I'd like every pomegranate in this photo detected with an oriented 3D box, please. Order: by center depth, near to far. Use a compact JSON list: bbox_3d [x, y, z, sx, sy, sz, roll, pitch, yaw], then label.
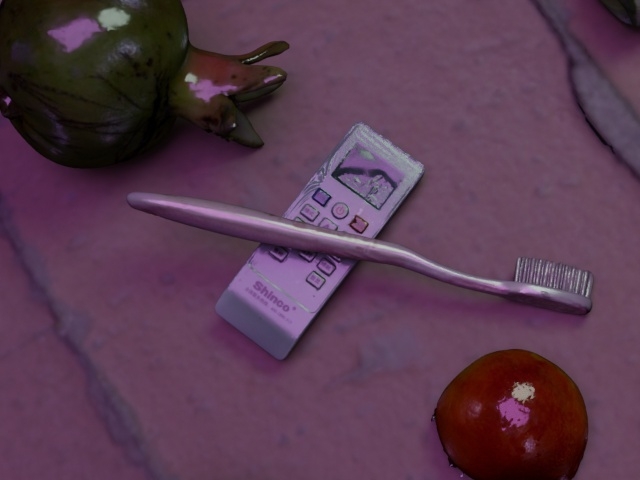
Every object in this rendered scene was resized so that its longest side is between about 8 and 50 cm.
[{"bbox_3d":[-0.122,-0.109,0.810,0.191,0.152,0.131,17,74,-7],"label":"pomegranate"}]

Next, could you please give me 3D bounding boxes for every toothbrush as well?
[{"bbox_3d":[0.026,0.001,0.786,0.307,0.025,0.029,12,73,1],"label":"toothbrush"}]

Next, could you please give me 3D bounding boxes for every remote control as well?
[{"bbox_3d":[0.000,0.000,0.815,0.061,0.029,0.162,37,82,8],"label":"remote control"}]

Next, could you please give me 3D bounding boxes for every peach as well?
[{"bbox_3d":[0.119,0.111,0.751,0.098,0.061,0.098,-2,71,6],"label":"peach"}]

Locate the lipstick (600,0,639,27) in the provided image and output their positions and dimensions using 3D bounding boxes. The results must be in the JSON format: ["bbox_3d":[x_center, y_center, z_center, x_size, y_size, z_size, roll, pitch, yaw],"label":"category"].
[{"bbox_3d":[0.318,-0.230,0.785,0.304,0.076,0.076,-24,74,4],"label":"lipstick"}]
